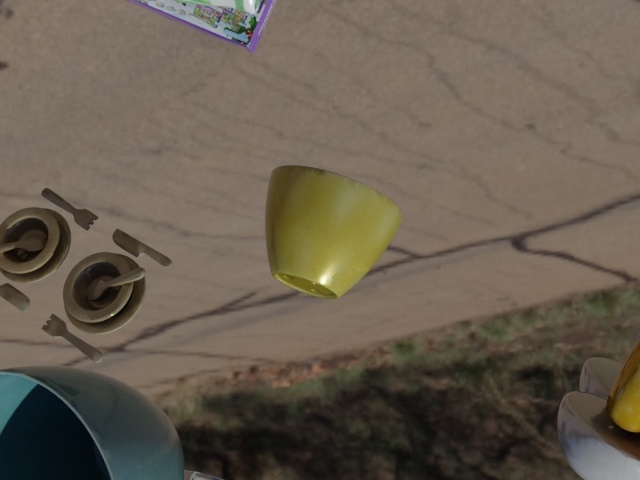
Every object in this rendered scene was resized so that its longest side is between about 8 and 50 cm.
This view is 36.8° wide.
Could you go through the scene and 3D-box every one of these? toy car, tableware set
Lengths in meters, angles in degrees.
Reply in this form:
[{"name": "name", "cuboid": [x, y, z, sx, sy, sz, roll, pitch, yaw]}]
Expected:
[{"name": "toy car", "cuboid": [0.231, 0.076, 0.556, 0.136, 0.159, 0.182, 30, -162, 18]}, {"name": "tableware set", "cuboid": [-0.263, 0.024, 0.975, 0.194, 0.128, 0.039, 28, 165, 24]}]

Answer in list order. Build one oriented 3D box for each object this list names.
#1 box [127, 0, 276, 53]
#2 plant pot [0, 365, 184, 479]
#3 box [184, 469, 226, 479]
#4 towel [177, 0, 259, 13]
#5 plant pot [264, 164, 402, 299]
[{"name": "box", "cuboid": [-0.202, -0.448, 1.532, 0.293, 0.200, 0.057, 24, -179, 6]}, {"name": "plant pot", "cuboid": [-0.270, 0.272, 1.106, 0.290, 0.290, 0.195, -15, 178, 32]}, {"name": "box", "cuboid": [-0.253, 0.434, 1.514, 0.121, 0.148, 0.311, 27, 159, -34]}, {"name": "towel", "cuboid": [-0.200, -0.328, 0.815, 0.325, 0.038, 0.247, 12, 129, 12]}, {"name": "plant pot", "cuboid": [0.000, 0.000, 0.917, 0.134, 0.095, 0.134, 19, 166, 5]}]
